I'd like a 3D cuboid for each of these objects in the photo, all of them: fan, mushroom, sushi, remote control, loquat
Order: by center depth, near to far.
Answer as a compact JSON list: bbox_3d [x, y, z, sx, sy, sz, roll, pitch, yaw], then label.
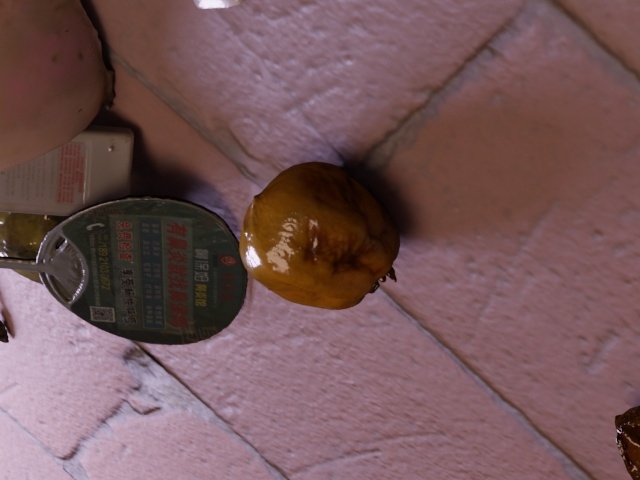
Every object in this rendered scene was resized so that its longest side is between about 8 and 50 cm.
[{"bbox_3d":[0.273,0.174,1.296,0.055,0.052,0.120,-10,120,29],"label":"sushi"},{"bbox_3d":[0.000,0.000,1.323,0.137,0.113,0.137,8,139,7],"label":"loquat"},{"bbox_3d":[-0.319,-0.178,1.383,0.236,0.173,0.162,33,143,13],"label":"mushroom"},{"bbox_3d":[-0.268,-0.068,1.467,0.190,0.029,0.087,3,107,-8],"label":"remote control"},{"bbox_3d":[-0.201,0.043,1.544,0.294,0.012,0.223,-14,138,21],"label":"fan"}]

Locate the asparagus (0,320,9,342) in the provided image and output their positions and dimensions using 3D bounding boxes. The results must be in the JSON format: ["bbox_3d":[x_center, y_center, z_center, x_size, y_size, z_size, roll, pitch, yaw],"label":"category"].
[{"bbox_3d":[-0.388,0.042,1.834,0.233,0.023,0.022,84,172,-45],"label":"asparagus"}]

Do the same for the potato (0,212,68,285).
[{"bbox_3d":[-0.291,-0.047,1.556,0.251,0.113,0.149,40,132,-22],"label":"potato"}]

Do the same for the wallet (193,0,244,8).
[{"bbox_3d":[-0.100,-0.234,1.231,0.061,0.025,0.122,0,129,43],"label":"wallet"}]
